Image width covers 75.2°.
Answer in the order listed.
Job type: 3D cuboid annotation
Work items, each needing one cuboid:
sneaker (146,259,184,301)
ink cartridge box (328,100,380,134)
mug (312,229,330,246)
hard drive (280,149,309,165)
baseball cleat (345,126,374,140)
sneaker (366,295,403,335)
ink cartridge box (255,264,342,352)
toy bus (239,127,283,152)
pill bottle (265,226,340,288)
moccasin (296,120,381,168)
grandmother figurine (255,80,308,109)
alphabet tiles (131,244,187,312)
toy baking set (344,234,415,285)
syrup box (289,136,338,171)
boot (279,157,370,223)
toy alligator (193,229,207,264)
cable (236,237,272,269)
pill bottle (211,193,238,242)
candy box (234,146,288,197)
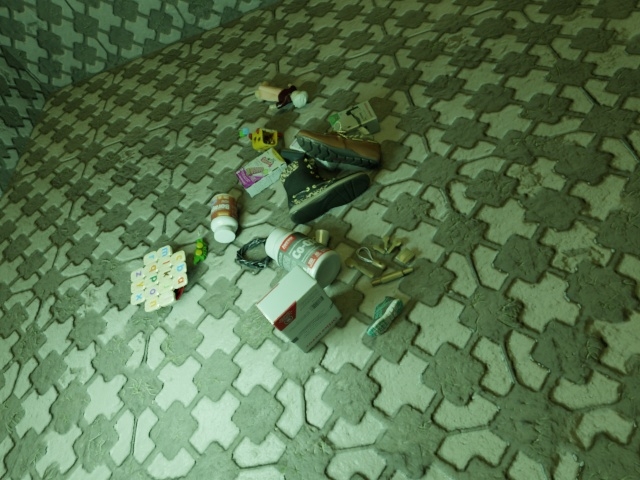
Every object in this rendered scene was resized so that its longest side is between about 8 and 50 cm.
[{"bbox_3d":[-0.669,0.158,1.845,0.145,0.090,0.270,-8,59,15],"label":"sneaker"},{"bbox_3d":[0.164,-0.564,2.004,0.209,0.087,0.153,-22,53,5],"label":"ink cartridge box"},{"bbox_3d":[0.004,0.000,1.716,0.062,0.078,0.064,10,67,-10],"label":"mug"},{"bbox_3d":[-0.117,-0.389,1.991,0.135,0.094,0.022,13,64,28],"label":"hard drive"},{"bbox_3d":[0.146,-0.479,1.931,0.206,0.072,0.109,12,87,-1],"label":"baseball cleat"},{"bbox_3d":[0.214,0.262,1.457,0.166,0.065,0.076,-44,37,-14],"label":"sneaker"},{"bbox_3d":[-0.065,0.243,1.436,0.197,0.272,0.114,-43,50,-10],"label":"ink cartridge box"},{"bbox_3d":[-0.301,-0.506,2.132,0.191,0.202,0.104,-3,89,13],"label":"toy bus"},{"bbox_3d":[-0.075,0.060,1.630,0.283,0.161,0.161,28,71,33],"label":"pill bottle"},{"bbox_3d":[0.084,-0.424,1.815,0.380,0.139,0.146,8,71,-5],"label":"moccasin"},{"bbox_3d":[-0.210,-0.803,2.307,0.343,0.104,0.207,21,76,34],"label":"grandmother figurine"},{"bbox_3d":[-0.693,0.162,1.786,0.278,0.021,0.284,-23,58,10],"label":"alphabet tiles"},{"bbox_3d":[0.229,0.081,1.585,0.256,0.030,0.196,-24,49,4],"label":"toy baking set"},{"bbox_3d":[-0.022,-0.419,1.975,0.237,0.093,0.096,27,72,33],"label":"syrup box"},{"bbox_3d":[0.001,-0.262,1.841,0.378,0.138,0.284,-30,52,7],"label":"boot"},{"bbox_3d":[-0.546,0.032,1.908,0.051,0.056,0.189,12,51,-21],"label":"toy alligator"},{"bbox_3d":[-0.281,0.049,1.791,0.185,0.047,0.150,11,62,28],"label":"cable"},{"bbox_3d":[-0.441,-0.101,1.908,0.121,0.121,0.216,-18,53,9],"label":"pill bottle"},{"bbox_3d":[-0.285,-0.336,2.036,0.233,0.071,0.159,-35,52,-4],"label":"candy box"}]
